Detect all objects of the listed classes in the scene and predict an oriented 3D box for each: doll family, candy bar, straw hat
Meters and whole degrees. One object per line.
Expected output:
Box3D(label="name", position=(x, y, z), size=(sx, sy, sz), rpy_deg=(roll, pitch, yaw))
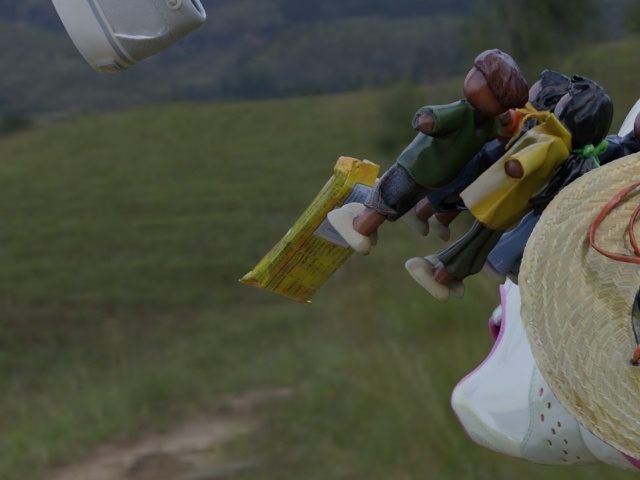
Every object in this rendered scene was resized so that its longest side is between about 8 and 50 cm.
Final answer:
Box3D(label="doll family", position=(0.087, -0.031, 0.758), size=(0.111, 0.076, 0.193), rpy_deg=(-47, -10, 17))
Box3D(label="candy bar", position=(0.000, 0.000, 0.912), size=(0.040, 0.018, 0.161), rpy_deg=(22, -28, -11))
Box3D(label="straw hat", position=(0.133, 0.038, 0.602), size=(0.144, 0.144, 0.061), rpy_deg=(-5, -43, 3))

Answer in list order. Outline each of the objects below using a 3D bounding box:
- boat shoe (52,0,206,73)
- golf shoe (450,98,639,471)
Box3D(label="boat shoe", position=(-0.101, -0.164, 0.771), size=(0.063, 0.184, 0.066), rpy_deg=(-21, 0, 8))
Box3D(label="golf shoe", position=(0.165, 0.004, 1.047), size=(0.140, 0.115, 0.306), rpy_deg=(-13, 34, 37))
